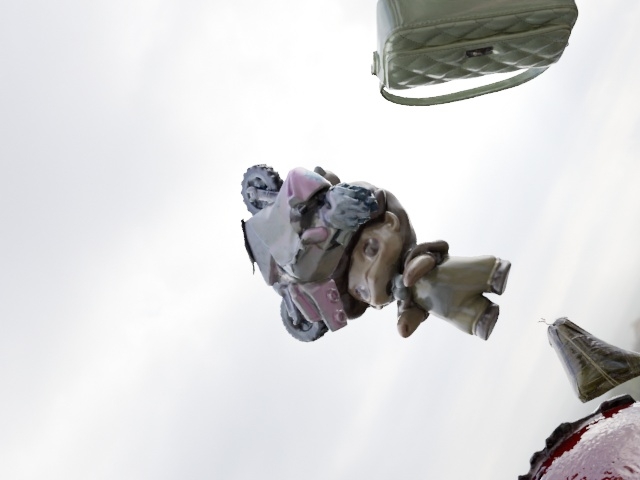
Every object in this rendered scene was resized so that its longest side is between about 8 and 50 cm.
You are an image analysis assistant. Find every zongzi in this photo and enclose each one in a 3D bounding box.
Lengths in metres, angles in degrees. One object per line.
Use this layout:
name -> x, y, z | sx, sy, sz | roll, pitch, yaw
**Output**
zongzi -> 0.556, 0.203, 1.574 | 0.184, 0.187, 0.084 | -31, -33, 18

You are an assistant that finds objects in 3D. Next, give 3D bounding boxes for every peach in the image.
peach -> 0.501, 0.442, 1.210 | 0.339, 0.353, 0.416 | 51, -141, -24

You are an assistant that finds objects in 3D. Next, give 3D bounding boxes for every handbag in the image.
handbag -> 0.190, -0.237, 1.007 | 0.219, 0.256, 0.079 | 75, -173, -66

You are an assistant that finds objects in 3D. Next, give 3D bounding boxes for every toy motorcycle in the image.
toy motorcycle -> -0.004, 0.002, 1.005 | 0.108, 0.204, 0.239 | -41, -73, -48

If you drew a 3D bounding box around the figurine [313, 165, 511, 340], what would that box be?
figurine -> 0.110, 0.032, 1.269 | 0.203, 0.381, 0.248 | -33, -43, -52
